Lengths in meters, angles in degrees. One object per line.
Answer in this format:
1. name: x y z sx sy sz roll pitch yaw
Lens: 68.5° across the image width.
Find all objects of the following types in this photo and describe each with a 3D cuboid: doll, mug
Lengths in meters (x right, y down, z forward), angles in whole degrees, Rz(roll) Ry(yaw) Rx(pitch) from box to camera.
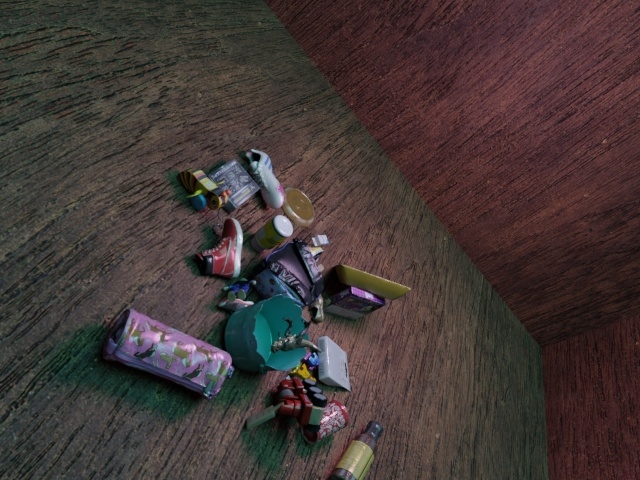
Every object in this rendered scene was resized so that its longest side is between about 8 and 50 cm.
1. doll: -0.310 0.180 1.792 0.189 0.129 0.046 -86 164 -78
2. mug: 0.000 0.686 1.785 0.169 0.150 0.113 -11 108 -49

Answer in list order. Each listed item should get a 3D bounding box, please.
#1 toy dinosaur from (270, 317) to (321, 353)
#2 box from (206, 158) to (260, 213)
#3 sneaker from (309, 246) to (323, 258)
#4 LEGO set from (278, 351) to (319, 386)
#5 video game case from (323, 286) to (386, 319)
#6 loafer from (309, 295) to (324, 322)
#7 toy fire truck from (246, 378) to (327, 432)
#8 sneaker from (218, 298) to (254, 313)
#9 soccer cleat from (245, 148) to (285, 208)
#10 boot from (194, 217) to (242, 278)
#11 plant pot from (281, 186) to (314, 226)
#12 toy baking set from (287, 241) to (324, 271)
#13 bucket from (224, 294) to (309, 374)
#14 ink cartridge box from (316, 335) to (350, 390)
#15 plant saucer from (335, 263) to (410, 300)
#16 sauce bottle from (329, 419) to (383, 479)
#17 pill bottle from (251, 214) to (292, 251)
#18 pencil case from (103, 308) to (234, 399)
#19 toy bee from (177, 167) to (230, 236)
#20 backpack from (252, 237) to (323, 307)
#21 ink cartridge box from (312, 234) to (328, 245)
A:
1. toy dinosaur: -0.086 0.333 1.635 0.268 0.064 0.118 15 79 -49
2. box: -0.392 -0.245 2.084 0.183 0.056 0.231 50 35 -10
3. sneaker: -0.066 0.054 2.175 0.094 0.081 0.208 48 30 16
4. LEGO set: -0.055 0.526 1.839 0.093 0.087 0.227 55 36 -1
5. video game case: 0.148 0.293 2.164 0.232 0.210 0.042 22 49 -38
6. loafer: -0.020 0.293 2.096 0.050 0.056 0.148 21 47 -49
7. toy fire truck: -0.127 0.579 1.649 0.246 0.217 0.158 15 91 -16
8. sneaker: -0.311 0.261 1.771 0.158 0.061 0.065 13 60 -44
9. soccer cleat: -0.273 -0.291 2.213 0.143 0.116 0.331 22 39 -52
10. boot: -0.397 0.017 1.812 0.176 0.088 0.244 14 68 -41
11. plant pot: -0.111 -0.178 2.393 0.236 0.032 0.236 32 41 -32
12. toy baking set: -0.074 0.101 2.209 0.256 0.030 0.197 38 38 -24
13. bucket: -0.195 0.344 1.695 0.281 0.183 0.281 25 57 -44
14. ink cartridge box: 0.055 0.531 2.003 0.224 0.056 0.181 52 27 -50
15. plant saucer: 0.227 0.205 2.237 0.333 0.333 0.081 19 86 -2
16. sauce bottle: 0.152 0.832 1.820 0.111 0.111 0.344 57 33 2
17. pill bottle: -0.212 -0.023 2.007 0.103 0.184 0.103 30 42 -32
18. pencil case: -0.461 0.350 1.433 0.386 0.167 0.160 35 72 -28
19. toy bee: -0.433 -0.188 1.892 0.298 0.162 0.195 40 41 -19
20. backpack: -0.129 0.168 1.934 0.263 0.213 0.276 49 40 4
21. ink cartridge box: 0.000 0.000 2.383 0.083 0.028 0.048 -3 65 -51
